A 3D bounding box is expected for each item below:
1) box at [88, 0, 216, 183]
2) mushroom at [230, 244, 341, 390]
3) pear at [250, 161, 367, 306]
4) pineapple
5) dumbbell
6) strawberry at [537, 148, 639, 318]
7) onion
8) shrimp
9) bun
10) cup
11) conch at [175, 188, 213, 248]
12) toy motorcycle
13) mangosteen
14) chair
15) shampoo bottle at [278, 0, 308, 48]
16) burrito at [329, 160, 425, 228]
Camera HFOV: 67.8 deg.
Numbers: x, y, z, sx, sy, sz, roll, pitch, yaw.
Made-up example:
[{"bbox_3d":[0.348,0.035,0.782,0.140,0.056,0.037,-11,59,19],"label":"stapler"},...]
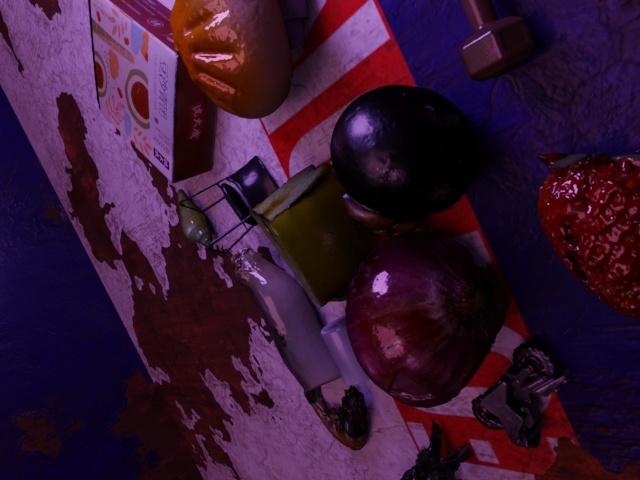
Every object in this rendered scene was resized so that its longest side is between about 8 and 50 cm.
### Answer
[{"bbox_3d":[-0.425,-0.398,1.206,0.385,0.122,0.344,41,137,23],"label":"box"},{"bbox_3d":[-0.088,0.187,1.186,0.177,0.126,0.396,-16,103,60],"label":"mushroom"},{"bbox_3d":[0.000,0.000,0.916,0.292,0.159,0.292,56,171,14],"label":"pear"},{"bbox_3d":[0.222,0.563,1.035,0.166,0.166,0.364,30,131,34],"label":"pineapple"},{"bbox_3d":[0.188,-0.318,0.597,0.230,0.092,0.082,67,170,-5],"label":"dumbbell"},{"bbox_3d":[0.348,0.001,0.598,0.175,0.098,0.228,11,119,46],"label":"strawberry"},{"bbox_3d":[0.149,0.115,0.782,0.272,0.256,0.230,-38,98,29],"label":"onion"},{"bbox_3d":[0.038,0.427,1.238,0.222,0.054,0.290,37,144,28],"label":"shrimp"},{"bbox_3d":[-0.178,-0.359,0.851,0.299,0.165,0.298,55,158,36],"label":"bun"},{"bbox_3d":[0.087,0.231,1.054,0.133,0.136,0.099,64,176,-2],"label":"cup"},{"bbox_3d":[-0.368,-0.052,1.393,0.200,0.080,0.094,60,159,31],"label":"conch"},{"bbox_3d":[0.337,0.267,0.791,0.122,0.080,0.215,40,133,25],"label":"toy motorcycle"},{"bbox_3d":[0.112,-0.102,0.714,0.211,0.211,0.249,40,136,25],"label":"mangosteen"},{"bbox_3d":[-0.200,-0.088,1.163,0.140,0.221,0.145,55,-176,7],"label":"chair"},{"bbox_3d":[-0.062,-0.441,0.815,0.072,0.072,0.213,16,123,43],"label":"shampoo bottle"},{"bbox_3d":[0.095,-0.098,0.853,0.229,0.063,0.058,46,173,19],"label":"burrito"}]
